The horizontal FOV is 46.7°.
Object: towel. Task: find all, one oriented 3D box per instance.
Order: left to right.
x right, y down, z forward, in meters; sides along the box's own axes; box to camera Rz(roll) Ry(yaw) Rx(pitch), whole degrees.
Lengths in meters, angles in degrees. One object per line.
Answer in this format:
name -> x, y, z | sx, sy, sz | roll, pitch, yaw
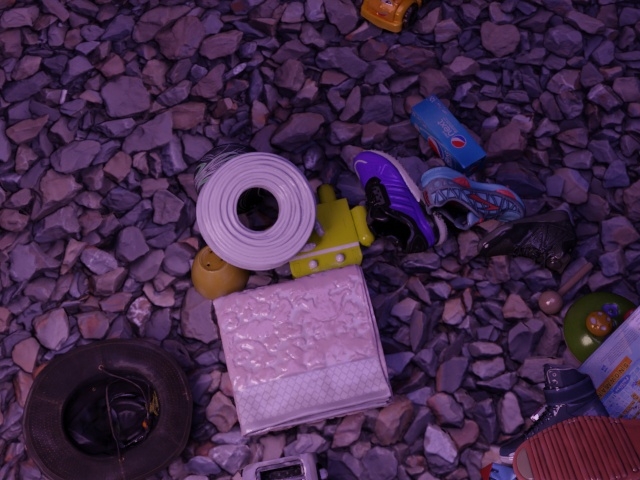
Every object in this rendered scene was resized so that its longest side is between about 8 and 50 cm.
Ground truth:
towel -> -0.038, 0.225, 1.557 | 0.332, 0.053, 0.317 | -13, 65, -4

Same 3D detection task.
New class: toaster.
toaster -> -0.069, 0.511, 1.449 | 0.186, 0.110, 0.168 | -10, 65, -2

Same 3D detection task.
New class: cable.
cable -> -0.136, -0.063, 1.602 | 0.257, 0.089, 0.257 | -25, 93, -12

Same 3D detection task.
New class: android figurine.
android figurine -> 0.000, 0.000, 1.705 | 0.248, 0.056, 0.273 | -12, 64, -3

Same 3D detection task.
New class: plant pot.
plant pot -> -0.233, 0.057, 1.666 | 0.134, 0.095, 0.134 | -1, 65, 2

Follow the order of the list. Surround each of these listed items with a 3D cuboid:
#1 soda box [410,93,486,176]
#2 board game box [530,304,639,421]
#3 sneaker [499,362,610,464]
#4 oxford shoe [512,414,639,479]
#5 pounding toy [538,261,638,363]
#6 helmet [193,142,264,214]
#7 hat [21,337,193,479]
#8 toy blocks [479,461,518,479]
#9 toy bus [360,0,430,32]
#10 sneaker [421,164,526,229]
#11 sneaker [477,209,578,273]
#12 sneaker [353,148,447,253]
soda box -> 0.307, -0.250, 1.795 | 0.071, 0.067, 0.210 | -32, 68, -11
board game box -> 0.642, 0.348, 1.451 | 0.318, 0.066, 0.318 | 45, 99, 19
sneaker -> 0.432, 0.330, 1.439 | 0.226, 0.086, 0.163 | -23, 87, 6
oxford shoe -> 0.550, 0.397, 1.330 | 0.397, 0.146, 0.140 | -12, 46, 11
pounding toy -> 0.603, 0.160, 1.575 | 0.183, 0.110, 0.237 | -34, 69, -12
helmet -> -0.210, -0.145, 1.719 | 0.169, 0.161, 0.169 | -1, 66, 2
hat -> -0.433, 0.361, 1.520 | 0.331, 0.134, 0.331 | 7, 65, -15
toy blocks -> 0.391, 0.586, 1.371 | 0.261, 0.191, 0.381 | 12, 74, 21
toy bus -> 0.210, -0.686, 1.917 | 0.149, 0.211, 0.220 | 31, 72, 13
sneaker -> 0.340, -0.067, 1.664 | 0.262, 0.104, 0.125 | 16, 58, -13
sneaker -> 0.472, 0.017, 1.657 | 0.227, 0.087, 0.130 | -12, 60, -9
sneaker -> 0.149, -0.086, 1.686 | 0.146, 0.102, 0.293 | -26, 65, -32
